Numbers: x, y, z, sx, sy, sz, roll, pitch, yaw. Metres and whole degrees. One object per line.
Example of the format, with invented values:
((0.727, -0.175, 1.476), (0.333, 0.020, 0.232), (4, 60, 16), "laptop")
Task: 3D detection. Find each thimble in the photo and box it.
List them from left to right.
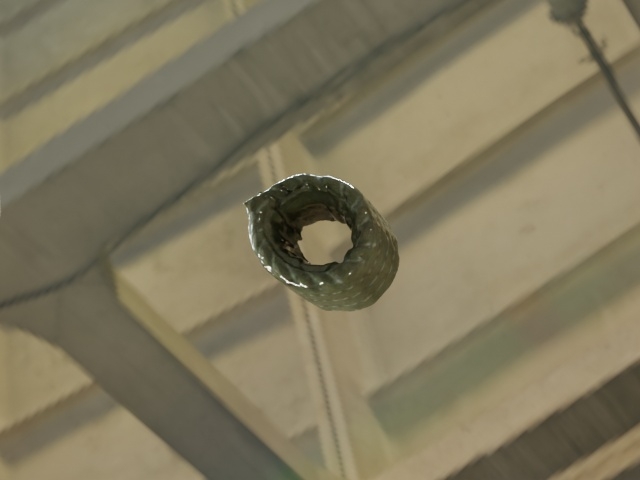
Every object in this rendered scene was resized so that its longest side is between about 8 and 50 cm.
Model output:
((0.000, 0.000, 1.085), (0.110, 0.062, 0.084), (23, -101, 32), "thimble")
